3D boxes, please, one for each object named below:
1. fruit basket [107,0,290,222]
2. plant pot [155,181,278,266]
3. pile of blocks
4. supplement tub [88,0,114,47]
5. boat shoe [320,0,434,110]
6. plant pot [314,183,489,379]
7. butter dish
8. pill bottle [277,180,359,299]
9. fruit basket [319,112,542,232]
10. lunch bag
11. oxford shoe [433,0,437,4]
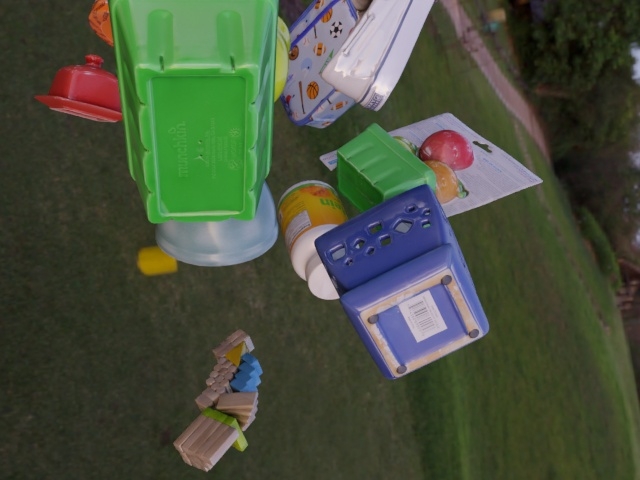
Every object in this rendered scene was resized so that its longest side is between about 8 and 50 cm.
[{"bbox_3d":[-0.176,-0.254,1.266,0.392,0.283,0.392,178,-90,-81],"label":"fruit basket"},{"bbox_3d":[-0.243,-0.102,1.856,0.293,0.293,0.196,-72,167,-56],"label":"plant pot"},{"bbox_3d":[-0.183,0.353,1.705,0.362,0.149,0.112,-73,152,-49],"label":"pile of blocks"},{"bbox_3d":[-0.305,-0.533,1.545,0.338,0.207,0.207,-69,154,-16],"label":"supplement tub"},{"bbox_3d":[0.075,-0.266,0.868,0.258,0.084,0.095,-69,-170,-25],"label":"boat shoe"},{"bbox_3d":[0.147,0.083,1.371,0.236,0.236,0.212,61,6,-32],"label":"plant pot"},{"bbox_3d":[-0.442,-0.296,1.521,0.160,0.160,0.118,12,91,-35],"label":"butter dish"},{"bbox_3d":[0.000,0.000,1.585,0.245,0.136,0.136,-110,177,-50],"label":"pill bottle"},{"bbox_3d":[0.225,-0.143,1.678,0.327,0.353,0.165,47,-37,42],"label":"fruit basket"},{"bbox_3d":[0.007,-0.410,1.792,0.115,0.303,0.243,-2,63,-49],"label":"lunch bag"},{"bbox_3d":[0.206,-0.557,1.556,0.097,0.098,0.271,28,59,-46],"label":"oxford shoe"}]
